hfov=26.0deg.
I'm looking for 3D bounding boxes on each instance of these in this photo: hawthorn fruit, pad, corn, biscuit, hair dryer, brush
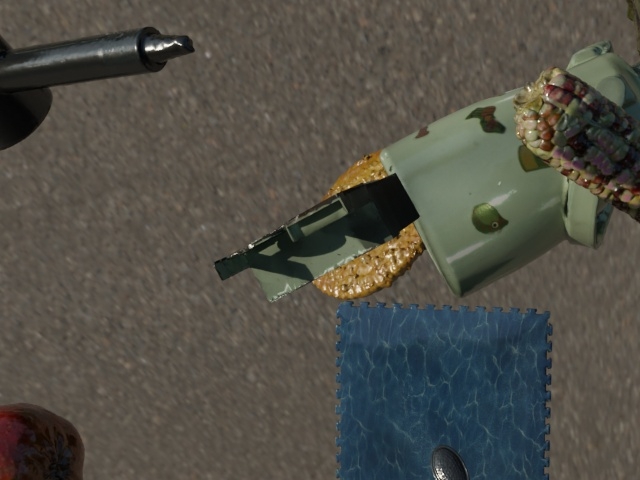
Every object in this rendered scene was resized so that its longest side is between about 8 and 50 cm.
[{"bbox_3d":[-0.398,0.290,1.722,0.200,0.179,0.179,-7,65,24],"label":"hawthorn fruit"},{"bbox_3d":[0.148,0.208,1.688,0.269,0.012,0.269,0,97,12],"label":"pad"},{"bbox_3d":[0.320,-0.076,1.428,0.281,0.092,0.092,34,76,-8],"label":"corn"},{"bbox_3d":[0.072,-0.030,1.944,0.254,0.035,0.254,-28,42,30],"label":"biscuit"},{"bbox_3d":[-0.198,-0.142,1.011,0.255,0.128,0.070,-5,49,37],"label":"hair dryer"},{"bbox_3d":[0.099,0.180,0.960,0.024,0.008,0.083,-28,68,7],"label":"brush"}]

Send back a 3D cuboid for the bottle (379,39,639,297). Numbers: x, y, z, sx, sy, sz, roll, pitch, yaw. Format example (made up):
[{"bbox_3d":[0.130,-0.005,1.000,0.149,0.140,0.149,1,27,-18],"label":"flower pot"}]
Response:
[{"bbox_3d":[0.272,-0.087,1.663,0.352,0.229,0.229,-26,63,2],"label":"bottle"}]

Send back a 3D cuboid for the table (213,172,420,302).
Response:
[{"bbox_3d":[0.000,0.000,1.335,0.146,0.175,0.062,-29,91,23],"label":"table"}]

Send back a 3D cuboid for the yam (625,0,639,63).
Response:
[{"bbox_3d":[0.325,-0.137,0.802,0.300,0.195,0.195,-6,66,12],"label":"yam"}]
